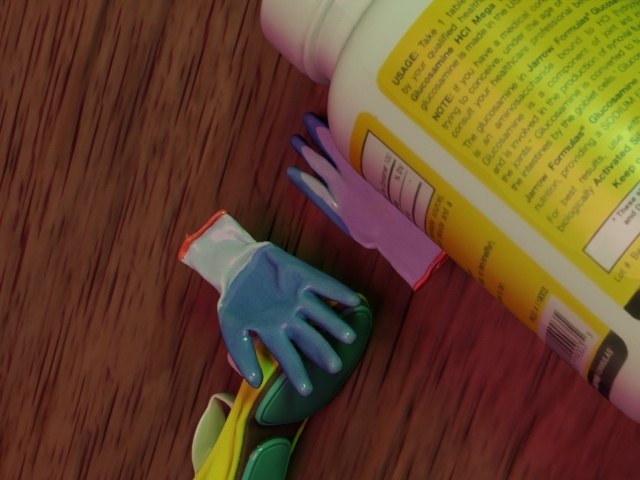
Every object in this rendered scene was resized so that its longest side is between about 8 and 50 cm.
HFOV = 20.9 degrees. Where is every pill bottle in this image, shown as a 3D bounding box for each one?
[{"bbox_3d":[0.128,-0.068,1.004,0.334,0.188,0.188,43,118,18],"label":"pill bottle"}]

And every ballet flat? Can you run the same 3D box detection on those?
[{"bbox_3d":[-0.042,0.116,1.216,0.077,0.077,0.231,43,120,34],"label":"ballet flat"}]

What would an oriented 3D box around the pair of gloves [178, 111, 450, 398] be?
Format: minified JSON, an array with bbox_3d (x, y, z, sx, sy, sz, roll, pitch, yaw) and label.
[{"bbox_3d":[0.000,0.000,1.147,0.198,0.023,0.159,-46,59,6],"label":"pair of gloves"}]
